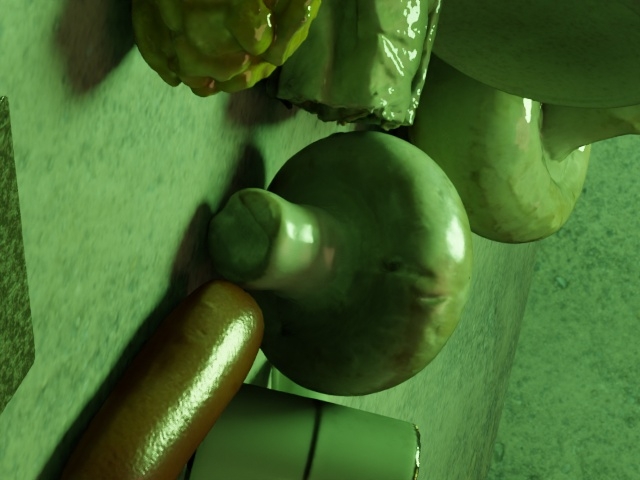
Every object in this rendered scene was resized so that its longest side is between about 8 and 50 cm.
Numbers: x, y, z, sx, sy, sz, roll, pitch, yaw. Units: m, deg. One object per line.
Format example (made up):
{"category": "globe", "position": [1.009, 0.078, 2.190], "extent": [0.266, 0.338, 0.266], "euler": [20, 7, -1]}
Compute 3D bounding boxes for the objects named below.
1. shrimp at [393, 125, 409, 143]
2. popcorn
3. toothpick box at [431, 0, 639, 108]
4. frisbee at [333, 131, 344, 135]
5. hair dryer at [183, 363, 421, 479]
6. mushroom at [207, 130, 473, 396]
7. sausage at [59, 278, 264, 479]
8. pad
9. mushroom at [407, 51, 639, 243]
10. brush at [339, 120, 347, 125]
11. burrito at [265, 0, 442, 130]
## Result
{"category": "shrimp", "position": [0.108, -0.102, 2.180], "extent": [0.145, 0.061, 0.267], "euler": [69, 39, -51]}
{"category": "popcorn", "position": [-0.054, -0.204, 1.294], "extent": [0.194, 0.140, 0.163], "euler": [-63, 166, -46]}
{"category": "toothpick box", "position": [0.272, -0.384, 1.847], "extent": [0.409, 0.408, 0.425], "euler": [71, 35, -65]}
{"category": "frisbee", "position": [0.000, 0.000, 1.939], "extent": [0.236, 0.017, 0.236], "euler": [14, 90, -76]}
{"category": "hair dryer", "position": [-0.022, 0.173, 1.755], "extent": [0.362, 0.203, 0.128], "euler": [-96, -160, -75]}
{"category": "mushroom", "position": [0.008, 0.016, 1.625], "extent": [0.243, 0.243, 0.244], "euler": [14, 90, -76]}
{"category": "sausage", "position": [-0.125, 0.135, 1.452], "extent": [0.300, 0.083, 0.089], "euler": [-58, 170, -47]}
{"category": "pad", "position": [-0.224, 0.044, 1.144], "extent": [0.158, 0.003, 0.235], "euler": [-61, 159, -45]}
{"category": "mushroom", "position": [0.251, -0.143, 2.081], "extent": [0.297, 0.290, 0.298], "euler": [2, 87, -62]}
{"category": "brush", "position": [0.033, -0.195, 1.885], "extent": [0.043, 0.014, 0.170], "euler": [-51, 153, -55]}
{"category": "burrito", "position": [0.049, -0.266, 1.635], "extent": [0.190, 0.135, 0.332], "euler": [-7, 109, -72]}
